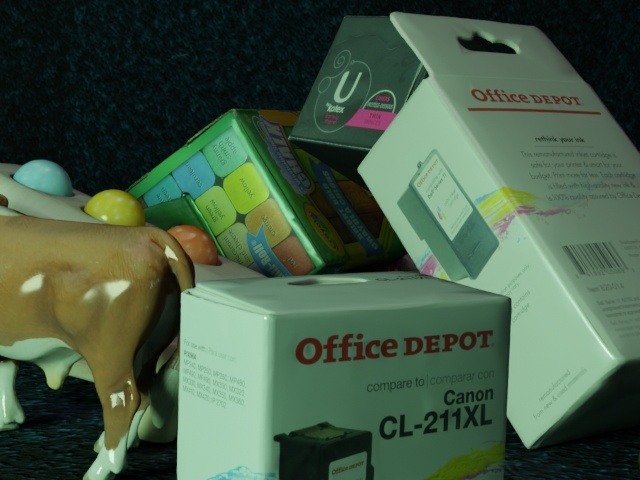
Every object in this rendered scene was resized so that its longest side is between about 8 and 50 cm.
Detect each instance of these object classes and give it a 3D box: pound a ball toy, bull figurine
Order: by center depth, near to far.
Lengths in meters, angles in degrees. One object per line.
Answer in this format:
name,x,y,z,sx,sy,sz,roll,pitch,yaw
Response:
bull figurine,-0.213,0.051,0.925,0.310,0.188,0.101,7,8,38
pound a ball toy,-0.185,0.030,1.077,0.319,0.135,0.208,23,10,24

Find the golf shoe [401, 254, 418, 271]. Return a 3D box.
golf shoe,0.220,0.036,1.424,0.306,0.140,0.115,8,8,27

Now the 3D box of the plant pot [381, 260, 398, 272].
plant pot,0.000,0.000,1.537,0.191,0.174,0.191,3,8,0

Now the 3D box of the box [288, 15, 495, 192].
box,0.133,-0.092,1.284,0.270,0.143,0.165,30,-10,-35

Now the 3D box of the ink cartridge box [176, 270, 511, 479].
ink cartridge box,0.009,0.106,0.562,0.128,0.175,0.072,-3,8,-33

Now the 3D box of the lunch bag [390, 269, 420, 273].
lunch bag,0.133,0.073,1.280,0.219,0.090,0.176,-3,9,-40

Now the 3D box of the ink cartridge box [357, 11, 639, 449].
ink cartridge box,0.176,-0.020,1.074,0.207,0.119,0.353,-3,52,-40

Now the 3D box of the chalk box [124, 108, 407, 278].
chalk box,-0.068,-0.011,1.299,0.179,0.180,0.289,-35,-10,23

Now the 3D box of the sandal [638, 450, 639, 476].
sandal,0.256,0.143,0.820,0.090,0.060,0.219,2,6,-1
